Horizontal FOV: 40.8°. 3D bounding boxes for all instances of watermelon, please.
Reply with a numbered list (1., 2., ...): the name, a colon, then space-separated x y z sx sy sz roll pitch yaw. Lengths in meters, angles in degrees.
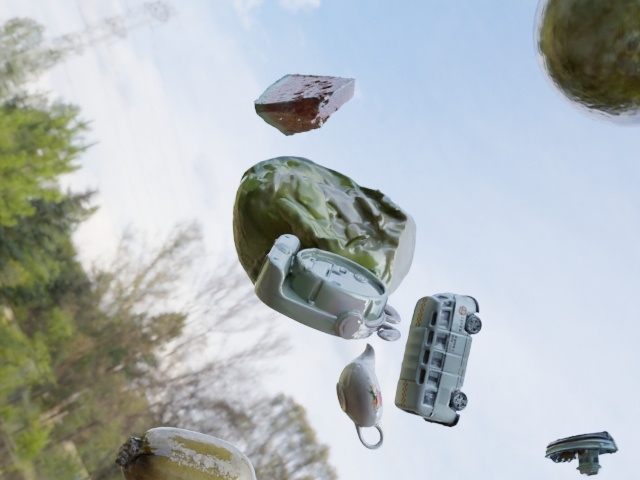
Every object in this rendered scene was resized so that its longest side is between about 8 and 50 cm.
1. watermelon: -0.021 -0.342 2.134 0.256 0.193 0.140 -3 -52 41

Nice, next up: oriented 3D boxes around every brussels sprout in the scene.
1. brussels sprout: 0.000 0.000 1.678 0.371 0.276 0.315 22 -44 22

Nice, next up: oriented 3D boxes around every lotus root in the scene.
1. lotus root: -0.229 0.426 1.563 0.303 0.146 0.131 26 12 -19

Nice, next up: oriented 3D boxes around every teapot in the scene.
1. teapot: 0.088 0.340 1.852 0.145 0.092 0.226 170 -90 -79

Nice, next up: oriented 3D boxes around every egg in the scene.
1. egg: 0.371 -0.253 1.022 0.238 0.289 0.238 6 -78 31

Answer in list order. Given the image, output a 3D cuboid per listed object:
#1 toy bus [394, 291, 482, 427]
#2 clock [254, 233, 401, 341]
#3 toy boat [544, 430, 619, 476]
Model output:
1. toy bus: 0.168 0.166 1.250 0.087 0.089 0.194 -5 -110 62
2. clock: 0.017 0.065 1.079 0.191 0.062 0.151 24 16 -1
3. toy boat: 0.435 0.357 1.428 0.140 0.059 0.066 -31 -131 46
